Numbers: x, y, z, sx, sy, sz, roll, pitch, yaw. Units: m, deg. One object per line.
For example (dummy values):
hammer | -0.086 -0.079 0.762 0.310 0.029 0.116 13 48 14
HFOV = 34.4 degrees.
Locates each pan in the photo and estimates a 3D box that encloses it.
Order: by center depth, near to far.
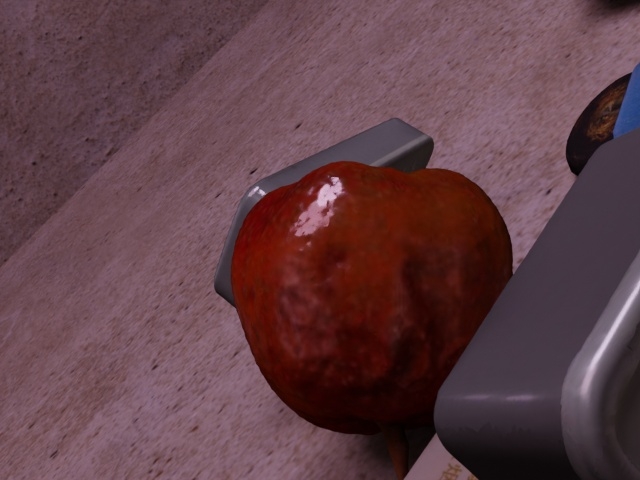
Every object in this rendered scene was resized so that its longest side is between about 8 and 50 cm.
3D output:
pan | 0.281 -0.103 0.827 0.212 0.040 0.115 -12 42 53

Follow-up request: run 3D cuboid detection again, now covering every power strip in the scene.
power strip | 0.001 0.000 0.964 0.265 0.059 0.194 -32 -29 -50

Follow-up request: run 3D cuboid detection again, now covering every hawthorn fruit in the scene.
hawthorn fruit | 0.042 0.072 0.747 0.207 0.207 0.243 -21 68 44

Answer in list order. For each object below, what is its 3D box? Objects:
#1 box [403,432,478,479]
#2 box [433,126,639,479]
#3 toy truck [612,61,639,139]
box | 0.208 0.103 0.545 0.204 0.051 0.365 -50 23 -21
box | 0.169 0.042 0.458 0.243 0.163 0.135 -53 15 -22
toy truck | 0.354 -0.135 0.617 0.367 0.146 0.175 -37 18 15
